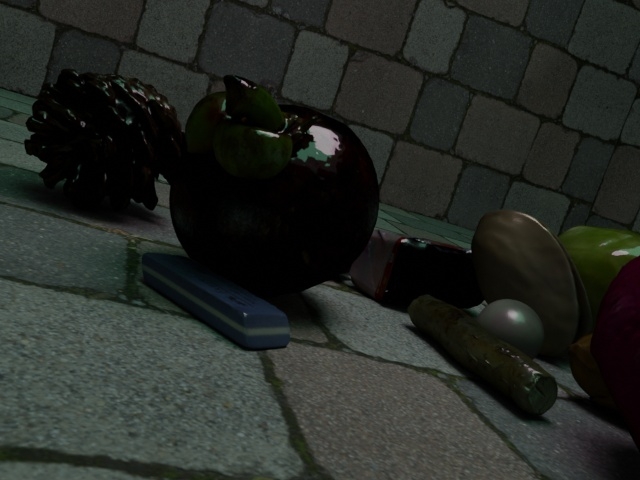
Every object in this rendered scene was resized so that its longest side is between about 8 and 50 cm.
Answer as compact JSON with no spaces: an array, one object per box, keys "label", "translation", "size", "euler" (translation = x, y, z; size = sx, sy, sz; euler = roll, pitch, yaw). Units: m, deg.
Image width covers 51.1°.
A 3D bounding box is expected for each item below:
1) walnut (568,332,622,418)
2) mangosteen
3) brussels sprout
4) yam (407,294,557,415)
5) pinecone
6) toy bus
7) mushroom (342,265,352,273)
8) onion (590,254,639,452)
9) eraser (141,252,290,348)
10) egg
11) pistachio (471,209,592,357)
[{"label":"walnut","translation":[0.476,0.205,0.970],"size":[0.245,0.137,0.137],"euler":[19,9,1]},{"label":"mangosteen","translation":[-0.066,-0.091,0.967],"size":[0.306,0.359,0.306],"euler":[-2,34,1]},{"label":"brussels sprout","translation":[0.592,0.104,1.318],"size":[0.328,0.247,0.328],"euler":[50,3,-3]},{"label":"yam","translation":[0.222,0.152,0.968],"size":[0.071,0.067,0.317],"euler":[45,-4,-26]},{"label":"pinecone","translation":[-0.372,-0.173,1.189],"size":[0.298,0.242,0.296],"euler":[26,21,35]},{"label":"toy bus","translation":[0.200,0.057,1.293],"size":[0.147,0.127,0.303],"euler":[22,9,41]},{"label":"mushroom","translation":[0.000,0.000,1.298],"size":[0.117,0.141,0.188],"euler":[-14,-14,21]},{"label":"onion","translation":[0.518,0.089,0.702],"size":[0.399,0.420,0.398],"euler":[9,30,-5]},{"label":"eraser","translation":[-0.135,0.072,0.841],"size":[0.225,0.036,0.082],"euler":[25,9,37]},{"label":"egg","translation":[0.293,0.143,1.042],"size":[0.103,0.103,0.135],"euler":[19,8,3]},{"label":"pistachio","translation":[0.386,0.069,1.218],"size":[0.166,0.197,0.288],"euler":[-22,72,-39]}]
